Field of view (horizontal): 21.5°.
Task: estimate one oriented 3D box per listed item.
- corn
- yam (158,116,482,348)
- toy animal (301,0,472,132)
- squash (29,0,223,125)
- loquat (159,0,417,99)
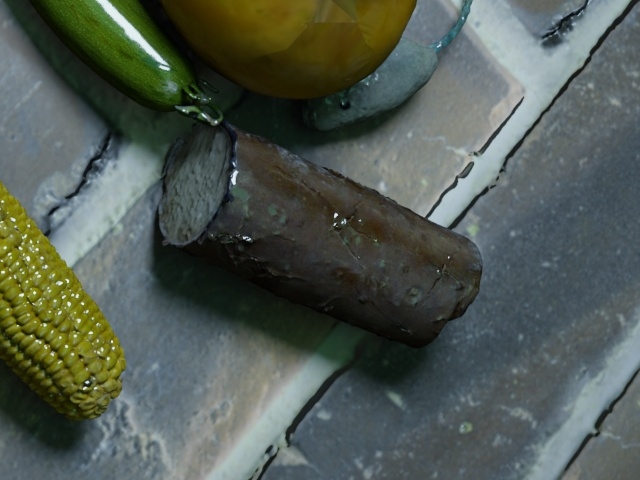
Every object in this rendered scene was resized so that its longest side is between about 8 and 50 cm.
[{"bbox_3d":[-0.256,0.021,1.346,0.106,0.106,0.293,-46,109,-20],"label":"corn"},{"bbox_3d":[-0.001,0.000,1.462,0.280,0.131,0.131,25,77,-24],"label":"yam"},{"bbox_3d":[0.079,-0.179,1.540,0.253,0.070,0.079,-42,122,-24],"label":"toy animal"},{"bbox_3d":[-0.200,-0.210,1.392,0.080,0.071,0.318,-38,96,-10],"label":"squash"},{"bbox_3d":[-0.028,-0.234,1.397,0.235,0.235,0.235,1,88,-27],"label":"loquat"}]
